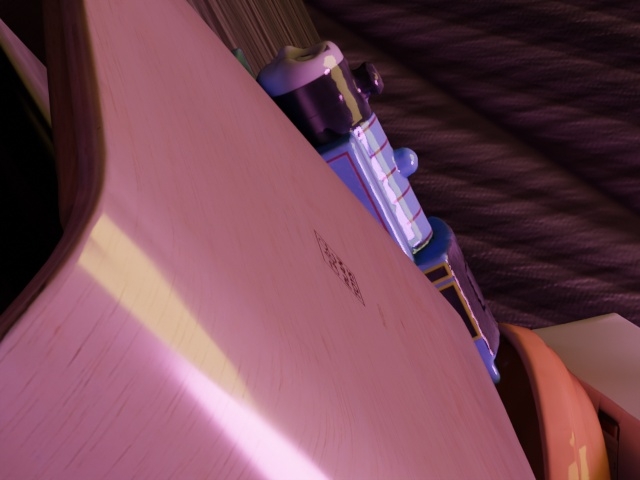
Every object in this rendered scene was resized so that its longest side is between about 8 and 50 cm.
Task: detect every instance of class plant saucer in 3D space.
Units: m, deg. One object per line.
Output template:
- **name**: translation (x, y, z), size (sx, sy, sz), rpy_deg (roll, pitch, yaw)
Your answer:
- **plant saucer**: translation (0.087, 0.137, 0.838), size (0.200, 0.037, 0.200), rpy_deg (-176, -90, -81)

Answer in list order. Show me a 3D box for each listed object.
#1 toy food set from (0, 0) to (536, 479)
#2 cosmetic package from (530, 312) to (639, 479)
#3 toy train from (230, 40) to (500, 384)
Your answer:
- **toy food set**: translation (-0.031, 0.033, 0.526), size (0.220, 0.092, 0.306), rpy_deg (48, 11, -28)
- **cosmetic package**: translation (0.157, 0.114, 0.822), size (0.239, 0.060, 0.099), rpy_deg (-143, -137, -68)
- **toy train**: translation (0.000, 0.000, 0.798), size (0.184, 0.105, 0.080), rpy_deg (63, 4, -14)
